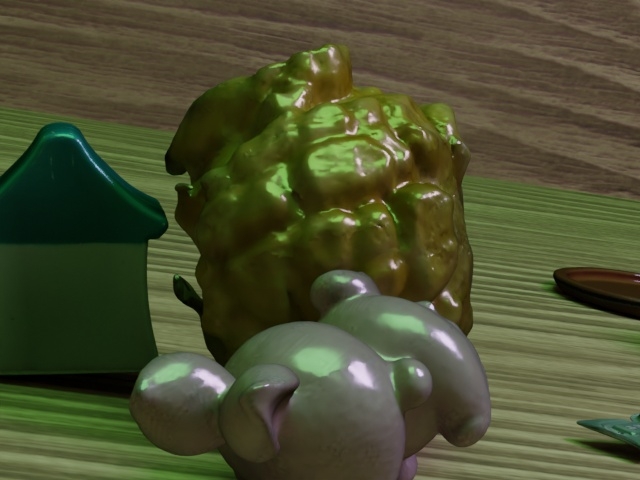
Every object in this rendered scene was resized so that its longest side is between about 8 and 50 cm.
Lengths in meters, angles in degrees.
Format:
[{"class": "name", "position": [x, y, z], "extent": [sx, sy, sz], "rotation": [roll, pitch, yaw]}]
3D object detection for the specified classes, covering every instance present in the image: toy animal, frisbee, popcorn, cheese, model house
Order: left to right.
[{"class": "model house", "position": [-0.158, 0.003, 1.191], "extent": [0.127, 0.148, 0.100], "rotation": [0, 10, -8]}, {"class": "toy animal", "position": [-0.012, 0.092, 0.962], "extent": [0.124, 0.124, 0.212], "rotation": [14, 18, 33]}, {"class": "popcorn", "position": [0.000, 0.000, 1.170], "extent": [0.190, 0.250, 0.250], "rotation": [3, 8, -8]}, {"class": "cheese", "position": [0.226, 0.122, 1.271], "extent": [0.121, 0.026, 0.067], "rotation": [2, 10, -43]}, {"class": "frisbee", "position": [0.354, 0.060, 1.935], "extent": [0.251, 0.021, 0.251], "rotation": [8, 7, -1]}]
